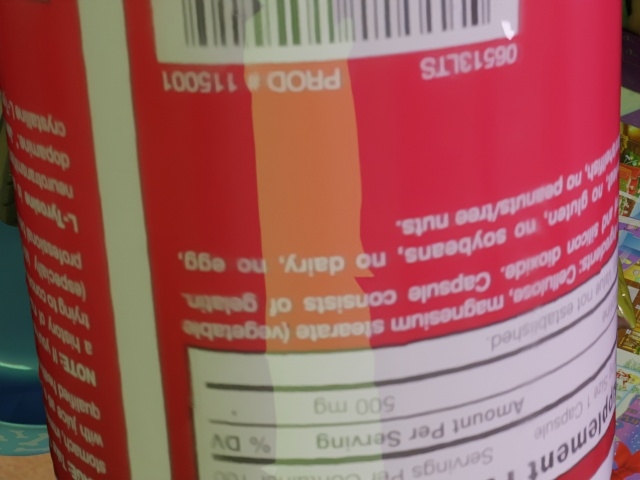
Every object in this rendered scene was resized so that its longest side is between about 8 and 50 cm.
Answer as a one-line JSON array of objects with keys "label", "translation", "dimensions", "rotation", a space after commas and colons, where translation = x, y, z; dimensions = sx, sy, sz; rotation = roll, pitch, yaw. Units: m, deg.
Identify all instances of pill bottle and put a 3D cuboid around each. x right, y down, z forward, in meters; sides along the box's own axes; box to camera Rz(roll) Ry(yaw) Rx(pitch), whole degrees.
[{"label": "pill bottle", "translation": [0.000, 0.000, 0.561], "dimensions": [0.229, 0.229, 0.408], "rotation": [-2, 111, 5]}]

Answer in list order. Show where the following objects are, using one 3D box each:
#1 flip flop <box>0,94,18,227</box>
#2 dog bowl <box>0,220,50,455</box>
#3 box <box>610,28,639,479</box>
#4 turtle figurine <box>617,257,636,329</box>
[{"label": "flip flop", "translation": [-0.118, -0.129, 0.667], "dimensions": [0.080, 0.112, 0.277], "rotation": [36, 136, 32]}, {"label": "dog bowl", "translation": [-0.224, 0.026, 0.775], "dimensions": [0.297, 0.166, 0.074], "rotation": [13, 144, -9]}, {"label": "box", "translation": [0.157, 0.027, 0.816], "dimensions": [0.200, 0.057, 0.293], "rotation": [19, 132, -12]}, {"label": "turtle figurine", "translation": [0.033, 0.034, 0.738], "dimensions": [0.217, 0.087, 0.269], "rotation": [-24, 123, 28]}]
